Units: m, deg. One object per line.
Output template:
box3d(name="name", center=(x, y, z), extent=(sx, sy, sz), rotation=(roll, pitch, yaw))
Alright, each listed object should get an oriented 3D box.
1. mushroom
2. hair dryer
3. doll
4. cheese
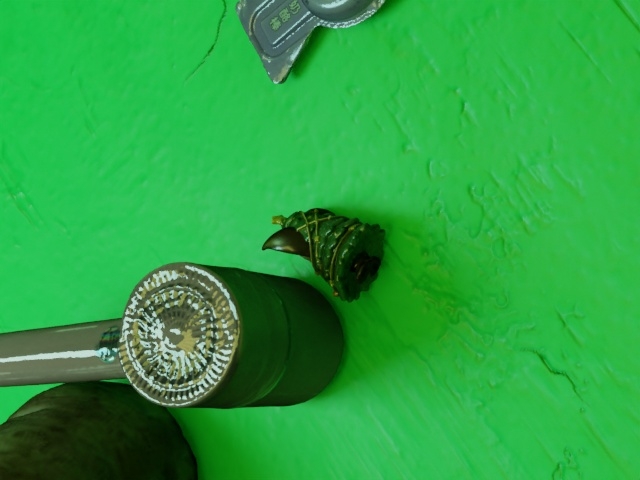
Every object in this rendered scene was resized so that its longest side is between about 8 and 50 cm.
box3d(name="mushroom", center=(-0.264, 0.304, 1.598), extent=(0.224, 0.397, 0.313), rotation=(24, 98, 14))
box3d(name="hair dryer", center=(-0.176, 0.097, 1.638), extent=(0.353, 0.210, 0.125), rotation=(-5, 83, 26))
box3d(name="doll", center=(0.005, -0.006, 1.615), extent=(0.113, 0.078, 0.076), rotation=(40, 137, 16))
box3d(name="cheese", center=(0.003, -0.234, 1.636), extent=(0.191, 0.042, 0.105), rotation=(-35, 73, 28))
